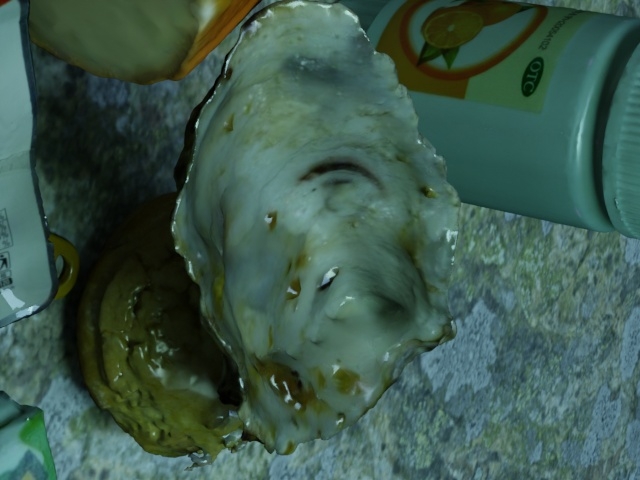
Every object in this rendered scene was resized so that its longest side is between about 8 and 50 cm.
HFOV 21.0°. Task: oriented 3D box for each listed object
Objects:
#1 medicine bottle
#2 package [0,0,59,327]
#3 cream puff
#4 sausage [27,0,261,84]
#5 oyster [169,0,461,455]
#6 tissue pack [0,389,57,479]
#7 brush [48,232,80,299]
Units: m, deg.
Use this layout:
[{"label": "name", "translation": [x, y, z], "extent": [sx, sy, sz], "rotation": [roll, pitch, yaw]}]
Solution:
[{"label": "medicine bottle", "translation": [0.148, -0.098, 1.283], "extent": [0.158, 0.318, 0.158], "rotation": [-23, 119, -50]}, {"label": "package", "translation": [-0.224, -0.022, 0.968], "extent": [0.166, 0.040, 0.232], "rotation": [-29, 135, -29]}, {"label": "cream puff", "translation": [-0.081, 0.062, 1.180], "extent": [0.189, 0.129, 0.189], "rotation": [-20, 116, -50]}, {"label": "sausage", "translation": [-0.077, -0.257, 0.969], "extent": [0.287, 0.233, 0.233], "rotation": [-52, 140, -34]}, {"label": "oyster", "translation": [-0.012, 0.025, 1.075], "extent": [0.204, 0.111, 0.396], "rotation": [-49, 146, -18]}, {"label": "tissue pack", "translation": [-0.275, 0.243, 0.958], "extent": [0.311, 0.128, 0.228], "rotation": [-37, 134, -42]}, {"label": "brush", "translation": [-0.226, -0.017, 1.037], "extent": [0.272, 0.013, 0.103], "rotation": [33, 75, -56]}]
